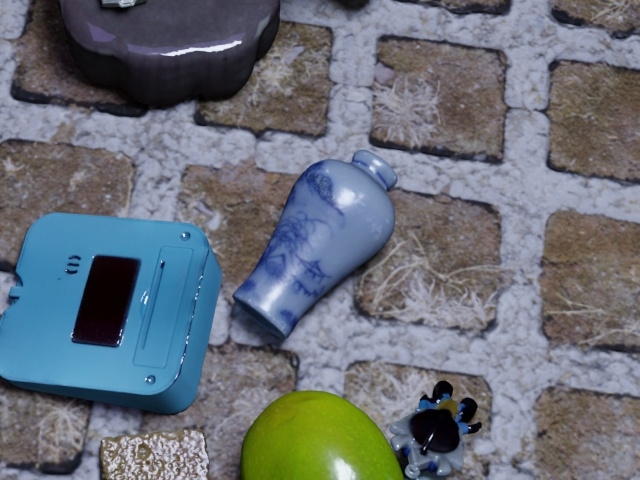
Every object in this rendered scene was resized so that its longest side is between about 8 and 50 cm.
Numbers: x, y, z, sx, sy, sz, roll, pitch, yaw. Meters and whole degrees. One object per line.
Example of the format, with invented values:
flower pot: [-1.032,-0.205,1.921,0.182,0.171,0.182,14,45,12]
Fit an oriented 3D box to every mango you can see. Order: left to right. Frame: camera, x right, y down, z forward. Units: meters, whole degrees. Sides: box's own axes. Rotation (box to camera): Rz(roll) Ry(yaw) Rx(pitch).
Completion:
mango: [0.019,0.332,1.430,0.156,0.192,0.343,3,60,-50]

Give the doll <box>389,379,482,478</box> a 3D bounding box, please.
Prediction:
doll: [0.136,0.229,1.502,0.096,0.070,0.195,29,28,10]

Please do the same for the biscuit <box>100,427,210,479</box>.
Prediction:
biscuit: [-0.188,0.342,1.488,0.131,0.026,0.237,-6,68,-6]

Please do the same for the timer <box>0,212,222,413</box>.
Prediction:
timer: [-0.266,0.088,1.581,0.250,0.091,0.232,7,66,10]

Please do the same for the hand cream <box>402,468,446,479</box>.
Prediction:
hand cream: [0.185,0.407,1.482,0.109,0.067,0.321,-31,76,-9]

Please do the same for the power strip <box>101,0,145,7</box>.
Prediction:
power strip: [-0.273,-0.405,1.640,0.060,0.027,0.253,-10,69,-9]

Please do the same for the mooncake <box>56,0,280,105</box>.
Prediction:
mooncake: [-0.208,-0.321,1.707,0.306,0.154,0.306,2,66,-4]

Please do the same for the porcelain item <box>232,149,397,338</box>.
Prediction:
porcelain item: [0.000,0.000,1.602,0.141,0.141,0.259,34,76,9]
